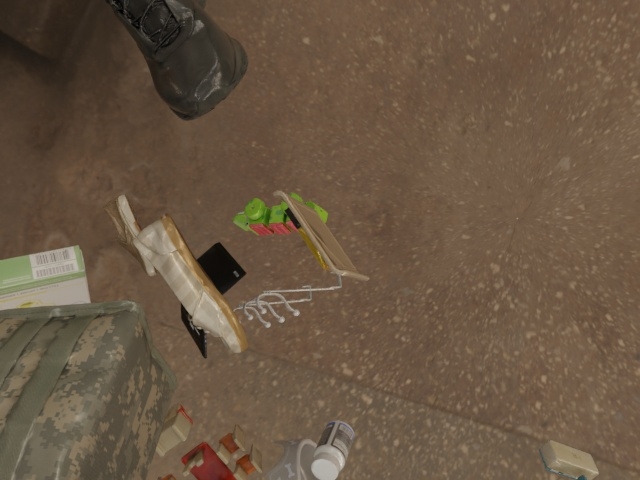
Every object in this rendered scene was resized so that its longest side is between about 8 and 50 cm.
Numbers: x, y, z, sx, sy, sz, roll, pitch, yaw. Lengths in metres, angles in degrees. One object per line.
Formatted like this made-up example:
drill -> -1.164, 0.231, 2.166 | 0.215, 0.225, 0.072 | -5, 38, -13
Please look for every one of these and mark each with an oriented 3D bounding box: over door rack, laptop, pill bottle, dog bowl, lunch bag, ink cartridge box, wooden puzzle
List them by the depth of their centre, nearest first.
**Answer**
lunch bag -> -0.321, 0.192, 0.597 | 0.287, 0.235, 0.169 | -4, 128, 10
ink cartridge box -> -0.453, 0.104, 0.946 | 0.171, 0.235, 0.056 | -13, 60, -23
wooden puzzle -> 0.000, 0.000, 1.321 | 0.044, 0.221, 0.239 | -41, 73, 8
pill bottle -> 0.029, 0.503, 1.438 | 0.078, 0.137, 0.078 | 7, 114, 16
laptop -> -0.332, 0.176, 1.832 | 0.234, 0.136, 0.264 | 40, 133, 52
dog bowl -> -0.044, 0.772, 1.835 | 0.102, 0.349, 0.349 | -23, 85, 13
over door rack -> -0.106, 0.209, 1.994 | 0.239, 0.324, 0.108 | -30, 77, 56

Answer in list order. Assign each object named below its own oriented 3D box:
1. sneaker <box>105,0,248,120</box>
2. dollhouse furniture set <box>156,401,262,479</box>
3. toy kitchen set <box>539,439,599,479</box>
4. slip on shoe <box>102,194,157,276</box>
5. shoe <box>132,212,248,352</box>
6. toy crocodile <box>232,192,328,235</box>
sneaker -> -0.174, -0.238, 0.641 | 0.109, 0.130, 0.286 | -39, 53, 10
dollhouse furniture set -> -0.318, 0.557, 1.551 | 0.262, 0.135, 0.259 | -36, 101, 2
toy kitchen set -> 0.522, 0.576, 1.293 | 0.122, 0.207, 0.166 | 23, 119, -15
slip on shoe -> -0.288, -0.003, 0.912 | 0.041, 0.051, 0.135 | -25, 84, -9
shoe -> -0.169, 0.068, 0.801 | 0.058, 0.076, 0.219 | -33, 109, -13
toy crocodile -> -0.123, -0.063, 1.793 | 0.340, 0.115, 0.105 | -5, 60, 33
